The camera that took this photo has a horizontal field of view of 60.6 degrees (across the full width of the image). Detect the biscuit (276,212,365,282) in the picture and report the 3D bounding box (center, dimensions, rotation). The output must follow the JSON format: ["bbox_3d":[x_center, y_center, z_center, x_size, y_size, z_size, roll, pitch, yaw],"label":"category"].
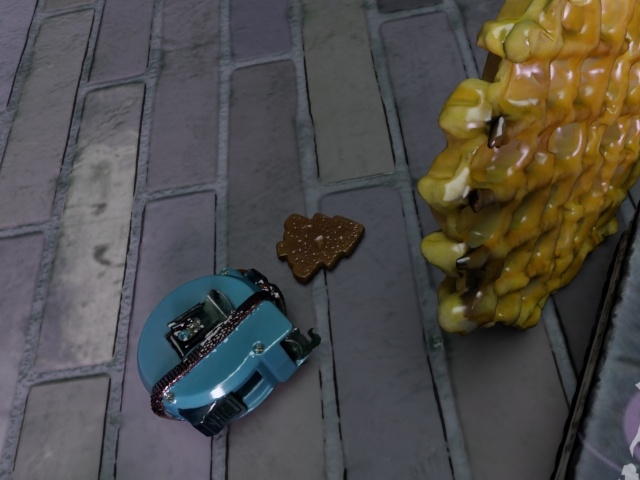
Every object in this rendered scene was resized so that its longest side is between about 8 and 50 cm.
[{"bbox_3d":[0.000,0.000,0.550,0.092,0.016,0.082,-17,54,0],"label":"biscuit"}]

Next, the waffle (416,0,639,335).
[{"bbox_3d":[0.180,-0.076,0.400,0.062,0.329,0.329,28,68,39],"label":"waffle"}]

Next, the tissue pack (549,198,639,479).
[{"bbox_3d":[0.299,0.146,0.352,0.259,0.122,0.361,20,64,19],"label":"tissue pack"}]

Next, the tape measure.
[{"bbox_3d":[-0.090,0.091,0.479,0.146,0.081,0.125,-41,51,-14],"label":"tape measure"}]
